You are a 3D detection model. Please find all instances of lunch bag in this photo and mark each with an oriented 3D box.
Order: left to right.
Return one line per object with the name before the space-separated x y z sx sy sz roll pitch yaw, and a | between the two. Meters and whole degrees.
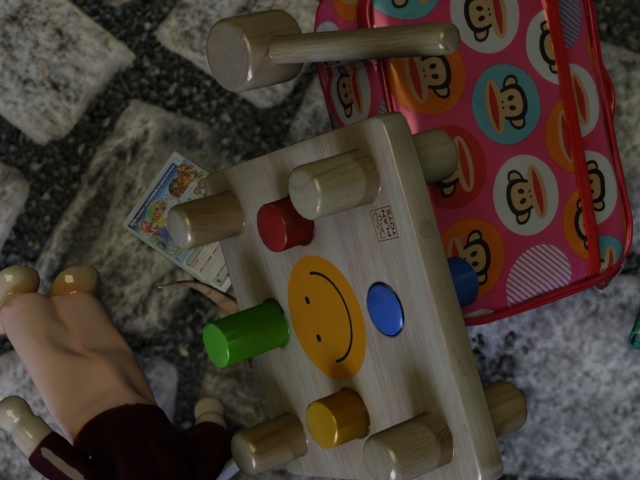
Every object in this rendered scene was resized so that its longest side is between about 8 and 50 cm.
lunch bag | 0.141 -0.088 0.996 0.258 0.120 0.293 -15 96 -28

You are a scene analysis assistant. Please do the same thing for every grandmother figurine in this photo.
grandmother figurine | -0.161 0.159 0.999 0.208 0.104 0.342 -7 43 -33

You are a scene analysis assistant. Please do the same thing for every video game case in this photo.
video game case | -0.112 -0.016 1.134 0.122 0.011 0.087 34 86 15

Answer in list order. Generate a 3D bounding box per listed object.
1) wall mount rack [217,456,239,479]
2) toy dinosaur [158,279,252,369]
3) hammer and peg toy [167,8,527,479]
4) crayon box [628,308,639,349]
wall mount rack | -0.084 0.333 1.002 0.350 0.130 0.304 43 92 15
toy dinosaur | -0.049 0.073 1.043 0.211 0.112 0.064 37 79 -17
hammer and peg toy | 0.000 0.000 0.880 0.127 0.266 0.361 -17 93 -33
crayon box | 0.411 0.051 0.989 0.278 0.081 0.165 19 82 13
